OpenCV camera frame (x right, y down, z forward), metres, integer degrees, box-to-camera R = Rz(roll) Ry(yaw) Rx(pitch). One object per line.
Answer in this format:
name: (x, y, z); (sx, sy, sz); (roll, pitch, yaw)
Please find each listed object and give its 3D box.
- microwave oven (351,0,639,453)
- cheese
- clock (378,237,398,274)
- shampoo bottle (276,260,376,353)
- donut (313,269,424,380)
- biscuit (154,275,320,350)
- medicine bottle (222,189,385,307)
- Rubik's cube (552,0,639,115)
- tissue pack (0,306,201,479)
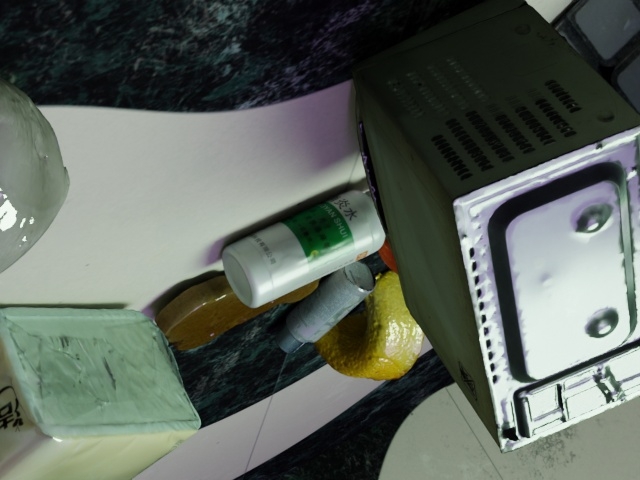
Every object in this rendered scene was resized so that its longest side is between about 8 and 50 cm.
microwave oven: (0.223, -0.026, 1.615); (0.247, 0.333, 0.394); (-24, 133, -9)
cheese: (-0.299, -0.040, 1.124); (0.189, 0.154, 0.198); (-26, 165, 2)
clock: (0.185, 0.025, 2.160); (0.205, 0.205, 0.051); (-11, 126, -51)
shampoo bottle: (0.003, 0.110, 2.300); (0.072, 0.072, 0.214); (-14, 157, -48)
donut: (0.098, 0.168, 2.494); (0.101, 0.152, 0.259); (-6, 149, -42)
biscuit: (-0.116, 0.084, 2.036); (0.320, 0.047, 0.183); (-18, 161, -41)
medicine bottle: (0.000, 0.000, 1.907); (0.260, 0.095, 0.095); (-24, 163, -23)
Rubik's cube: (0.444, -0.163, 1.865); (0.301, 0.305, 0.304); (-14, 155, -44)
tissue pack: (-0.402, 0.267, 1.769); (0.405, 0.205, 0.332); (-38, 159, 20)
